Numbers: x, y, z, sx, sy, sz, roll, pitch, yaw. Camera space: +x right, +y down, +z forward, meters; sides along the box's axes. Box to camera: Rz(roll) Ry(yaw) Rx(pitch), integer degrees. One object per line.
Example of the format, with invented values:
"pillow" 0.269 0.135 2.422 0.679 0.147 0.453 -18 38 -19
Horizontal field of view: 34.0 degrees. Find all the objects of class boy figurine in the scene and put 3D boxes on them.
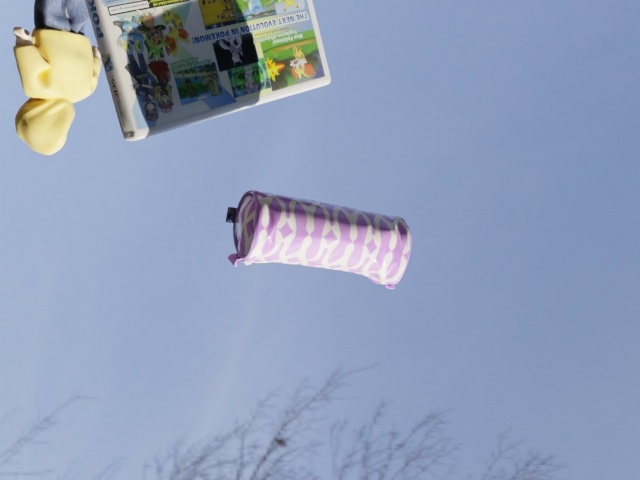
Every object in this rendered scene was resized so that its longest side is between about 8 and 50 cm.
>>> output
"boy figurine" -0.398 -0.274 1.592 0.092 0.177 0.285 16 -77 29

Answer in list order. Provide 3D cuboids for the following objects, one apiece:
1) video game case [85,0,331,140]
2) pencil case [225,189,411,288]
"video game case" -0.140 -0.303 1.273 0.036 0.329 0.300 -3 -75 46
"pencil case" 0.000 0.000 1.181 0.086 0.206 0.088 -146 -113 -68
